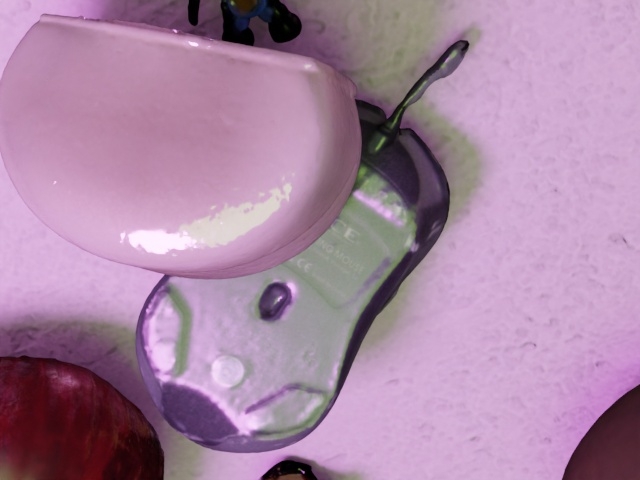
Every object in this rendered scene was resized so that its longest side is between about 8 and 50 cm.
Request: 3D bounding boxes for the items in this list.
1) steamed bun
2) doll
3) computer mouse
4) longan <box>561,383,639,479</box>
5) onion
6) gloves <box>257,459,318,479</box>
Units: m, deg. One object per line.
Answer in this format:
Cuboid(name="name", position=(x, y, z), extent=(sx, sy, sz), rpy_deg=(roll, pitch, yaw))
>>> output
Cuboid(name="steamed bun", position=(-0.100, -0.058, 1.041), extent=(0.242, 0.146, 0.164), rpy_deg=(13, 89, 16))
Cuboid(name="doll", position=(-0.071, -0.220, 1.040), extent=(0.096, 0.070, 0.195), rpy_deg=(-18, 124, 7))
Cuboid(name="computer mouse", position=(0.000, 0.000, 1.144), extent=(0.167, 0.090, 0.379), rpy_deg=(37, 104, -1))
Cuboid(name="longan", position=(0.301, 0.213, 1.154), extent=(0.246, 0.215, 0.246), rpy_deg=(-4, 139, -3))
Cuboid(name="onion", position=(-0.249, 0.207, 1.220), extent=(0.246, 0.190, 0.246), rpy_deg=(6, 137, 5))
Cuboid(name="gloves", position=(-0.010, 0.330, 1.309), extent=(0.142, 0.119, 0.285), rpy_deg=(2, 104, 5))
